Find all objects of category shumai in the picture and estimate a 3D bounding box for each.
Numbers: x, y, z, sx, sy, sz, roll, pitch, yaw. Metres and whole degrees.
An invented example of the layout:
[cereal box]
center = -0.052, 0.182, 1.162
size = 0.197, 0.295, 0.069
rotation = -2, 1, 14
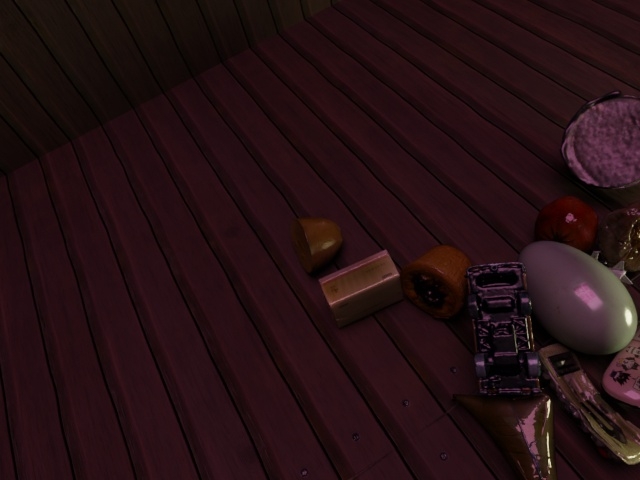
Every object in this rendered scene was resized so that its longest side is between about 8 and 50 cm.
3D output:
[shumai]
center = 0.877, -0.039, 1.462
size = 0.183, 0.218, 0.185
rotation = -22, 29, 10

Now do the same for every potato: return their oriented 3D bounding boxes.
[potato]
center = 0.000, 0.000, 1.703
size = 0.157, 0.178, 0.203
rotation = -13, 27, -14

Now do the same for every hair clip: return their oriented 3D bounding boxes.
[hair clip]
center = 0.666, 0.416, 1.269
size = 0.138, 0.091, 0.321
rotation = -10, 47, -21

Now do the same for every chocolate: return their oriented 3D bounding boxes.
[chocolate]
center = 0.947, -0.301, 1.630
size = 0.302, 0.213, 0.304
rotation = -1, 88, 28

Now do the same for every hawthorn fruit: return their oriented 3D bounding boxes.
[hawthorn fruit]
center = 0.758, -0.052, 1.540
size = 0.179, 0.179, 0.200
rotation = 24, 50, 28

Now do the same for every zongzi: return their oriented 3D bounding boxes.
[zongzi]
center = 0.452, 0.497, 1.258
size = 0.255, 0.115, 0.228
rotation = -1, 59, 21

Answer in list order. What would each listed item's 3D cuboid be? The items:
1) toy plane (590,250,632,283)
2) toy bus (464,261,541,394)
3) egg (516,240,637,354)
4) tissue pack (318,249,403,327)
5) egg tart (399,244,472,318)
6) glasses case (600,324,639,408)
[toy plane]
center = 0.797, 0.098, 1.458
size = 0.065, 0.162, 0.171
rotation = -38, 17, -28
[toy bus]
center = 0.475, 0.229, 1.325
size = 0.161, 0.194, 0.324
rotation = -7, 79, 18
[egg]
center = 0.680, 0.146, 1.375
size = 0.229, 0.230, 0.371
rotation = -26, 47, -6
[tissue pack]
center = 0.126, 0.151, 1.551
size = 0.234, 0.159, 0.125
rotation = -23, 53, -3
[egg tart]
center = 0.356, 0.117, 1.501
size = 0.215, 0.215, 0.171
rotation = 28, 55, 29
[glasses case]
center = 0.828, 0.309, 1.283
size = 0.314, 0.075, 0.122
rotation = -32, 40, -30
